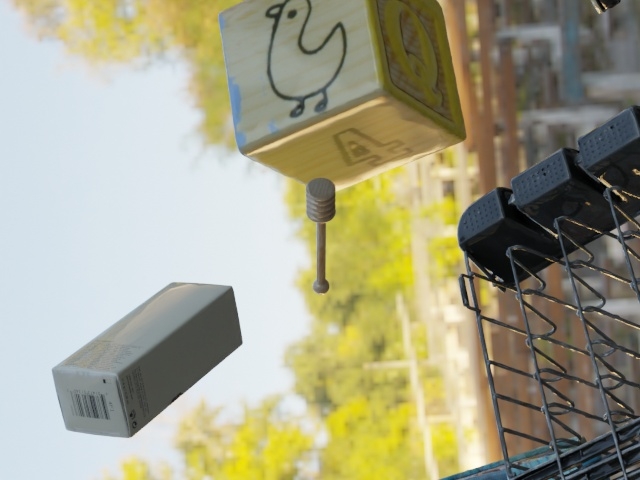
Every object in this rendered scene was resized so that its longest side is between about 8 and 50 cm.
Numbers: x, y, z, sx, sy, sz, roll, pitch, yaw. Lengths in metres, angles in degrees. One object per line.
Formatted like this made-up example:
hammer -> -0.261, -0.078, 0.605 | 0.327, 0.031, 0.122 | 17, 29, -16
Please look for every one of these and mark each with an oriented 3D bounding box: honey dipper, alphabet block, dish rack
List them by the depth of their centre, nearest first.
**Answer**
dish rack -> 0.180, 0.051, 0.859 | 0.074, 0.208, 0.271 | 26, -136, -39
honey dipper -> 0.000, 0.000, 1.554 | 0.161, 0.030, 0.030 | 91, 180, -50
alphabet block -> 0.026, -0.187, 1.734 | 0.193, 0.197, 0.192 | 21, -127, -54

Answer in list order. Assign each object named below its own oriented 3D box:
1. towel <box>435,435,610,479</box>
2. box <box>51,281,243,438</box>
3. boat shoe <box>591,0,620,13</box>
towel -> 0.152, 0.339, 1.075 | 0.040, 0.271, 0.370 | -16, -97, -48
box -> -0.220, 0.150, 1.994 | 0.275, 0.113, 0.094 | -37, -57, -52
boat shoe -> 0.209, -0.237, 1.164 | 0.049, 0.042, 0.133 | -65, -40, -62
